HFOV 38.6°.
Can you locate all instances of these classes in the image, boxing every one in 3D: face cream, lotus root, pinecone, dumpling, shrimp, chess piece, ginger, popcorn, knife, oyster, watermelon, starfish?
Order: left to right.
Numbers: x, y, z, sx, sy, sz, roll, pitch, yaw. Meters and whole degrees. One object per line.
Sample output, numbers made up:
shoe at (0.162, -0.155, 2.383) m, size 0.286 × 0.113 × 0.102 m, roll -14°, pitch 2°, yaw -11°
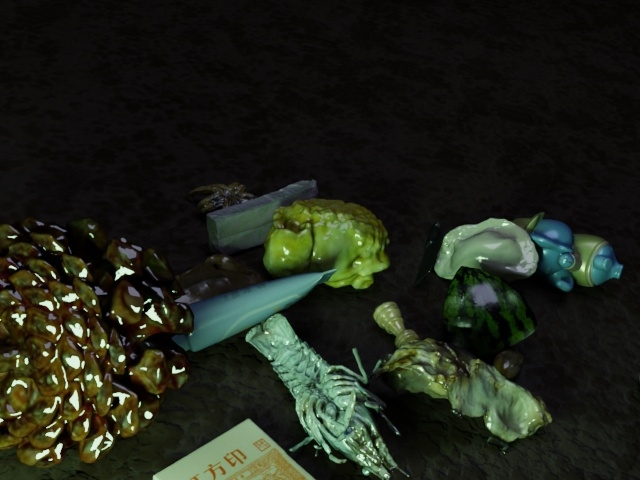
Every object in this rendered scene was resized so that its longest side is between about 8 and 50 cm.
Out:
pinecone at (-0.380, 0.153, 1.444) m, size 0.397 × 0.398 × 0.398 m, roll 7°, pitch 35°, yaw -5°
ginger at (-0.227, 0.096, 1.804) m, size 0.333 × 0.080 × 0.166 m, roll -15°, pitch 55°, yaw -27°
starfish at (-0.212, -0.091, 2.087) m, size 0.189 × 0.074 × 0.146 m, roll 26°, pitch 43°, yaw 24°
face cream at (-0.154, 0.130, 1.686) m, size 0.385 × 0.135 × 0.086 m, roll -20°, pitch 82°, yaw -11°
popcorn at (0.000, 0.000, 1.923) m, size 0.285 × 0.174 × 0.225 m, roll 0°, pitch 21°, yaw -25°
shrimp at (0.013, 0.267, 1.572) m, size 0.221 × 0.166 × 0.410 m, roll -40°, pitch 34°, yaw -7°
chess piece at (0.167, 0.195, 1.790) m, size 0.060 × 0.060 × 0.172 m, roll -9°, pitch 43°, yaw -26°
knife at (0.254, 0.017, 2.058) m, size 0.019 × 0.072 × 0.245 m, roll 37°, pitch 35°, yaw -8°
oyster at (0.263, 0.272, 1.628) m, size 0.337 × 0.133 × 0.198 m, roll 26°, pitch 0°, yaw -11°
dumpling at (0.360, 0.022, 1.997) m, size 0.228 × 0.124 × 0.151 m, roll -2°, pitch 69°, yaw 19°
watermelon at (0.338, 0.151, 1.815) m, size 0.145 × 0.193 × 0.137 m, roll 0°, pitch -17°, yaw 36°
lotus root at (0.368, 0.239, 1.786) m, size 0.054 × 0.049 × 0.099 m, roll 22°, pitch 30°, yaw 19°

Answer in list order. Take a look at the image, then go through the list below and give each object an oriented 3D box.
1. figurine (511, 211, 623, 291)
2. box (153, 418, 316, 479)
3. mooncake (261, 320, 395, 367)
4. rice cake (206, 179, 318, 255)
figurine at (0.537, 0.027, 2.045) m, size 0.262 × 0.154 × 0.180 m, roll 20°, pitch 28°, yaw 26°
box at (-0.066, 0.436, 1.388) m, size 0.365 × 0.051 × 0.204 m, roll 35°, pitch 42°, yaw 31°
mooncake at (0.002, 0.186, 1.755) m, size 0.346 × 0.057 × 0.150 m, roll 4°, pitch 65°, yaw 2°
rice cake at (-0.124, -0.049, 2.017) m, size 0.298 × 0.106 × 0.050 m, roll -23°, pitch 36°, yaw -38°
